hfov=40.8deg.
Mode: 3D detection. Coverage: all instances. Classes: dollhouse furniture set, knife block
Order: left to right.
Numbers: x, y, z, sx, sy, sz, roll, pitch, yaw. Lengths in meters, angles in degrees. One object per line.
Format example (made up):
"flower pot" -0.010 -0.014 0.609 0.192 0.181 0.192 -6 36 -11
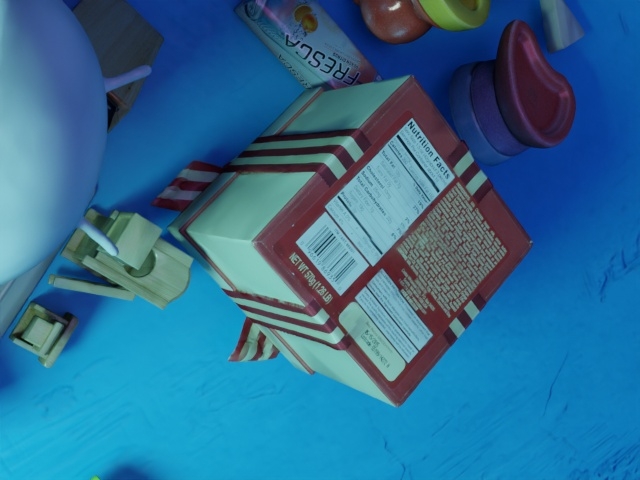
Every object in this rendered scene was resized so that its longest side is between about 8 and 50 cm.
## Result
"knife block" -0.207 -0.137 0.743 0.088 0.242 0.276 43 65 -22
"dollhouse furniture set" -0.198 0.065 0.816 0.101 0.182 0.161 34 78 -25

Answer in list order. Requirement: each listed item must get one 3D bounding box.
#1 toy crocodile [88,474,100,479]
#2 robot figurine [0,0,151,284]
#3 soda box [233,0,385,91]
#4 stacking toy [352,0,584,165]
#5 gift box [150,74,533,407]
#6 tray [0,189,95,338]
"toy crocodile" -0.163 0.392 0.914 0.115 0.105 0.341 -41 106 -18
"robot figurine" -0.277 -0.079 0.488 0.353 0.200 0.300 10 103 -26
"soda box" -0.007 -0.212 0.959 0.183 0.063 0.058 44 75 -23
"stacking toy" 0.190 -0.261 1.062 0.309 0.130 0.280 51 46 -24
"gift box" 0.000 0.000 0.870 0.276 0.258 0.255 -42 110 -17
"tray" -0.344 0.023 0.825 0.145 0.030 0.270 36 78 -24
